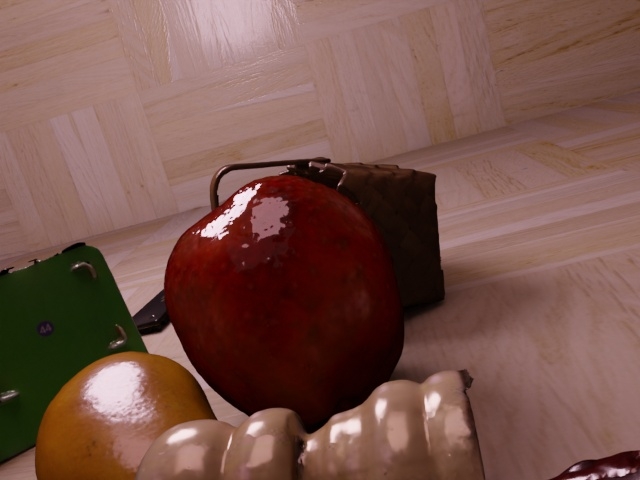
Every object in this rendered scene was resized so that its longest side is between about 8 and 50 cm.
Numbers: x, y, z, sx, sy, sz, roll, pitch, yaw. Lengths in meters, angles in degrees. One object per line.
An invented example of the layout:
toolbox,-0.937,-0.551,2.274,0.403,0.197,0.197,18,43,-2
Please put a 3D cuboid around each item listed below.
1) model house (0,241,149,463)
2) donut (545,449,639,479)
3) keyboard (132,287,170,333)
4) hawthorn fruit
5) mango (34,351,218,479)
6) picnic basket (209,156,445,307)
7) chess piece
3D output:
model house,-0.490,0.196,0.931,0.358,0.242,0.313,-28,2,-35
donut,0.151,0.200,0.254,0.235,0.089,0.235,-35,19,14
keyboard,-0.306,0.119,1.278,0.106,0.027,0.317,-15,14,17
hawthorn fruit,-0.029,0.083,0.671,0.265,0.265,0.307,-18,56,-8
mango,-0.190,0.205,0.607,0.176,0.139,0.254,-24,22,-17
picnic basket,0.000,0.000,0.935,0.321,0.254,0.291,-7,9,-21
chess piece,-0.010,0.180,0.456,0.261,0.142,0.142,-8,16,9
